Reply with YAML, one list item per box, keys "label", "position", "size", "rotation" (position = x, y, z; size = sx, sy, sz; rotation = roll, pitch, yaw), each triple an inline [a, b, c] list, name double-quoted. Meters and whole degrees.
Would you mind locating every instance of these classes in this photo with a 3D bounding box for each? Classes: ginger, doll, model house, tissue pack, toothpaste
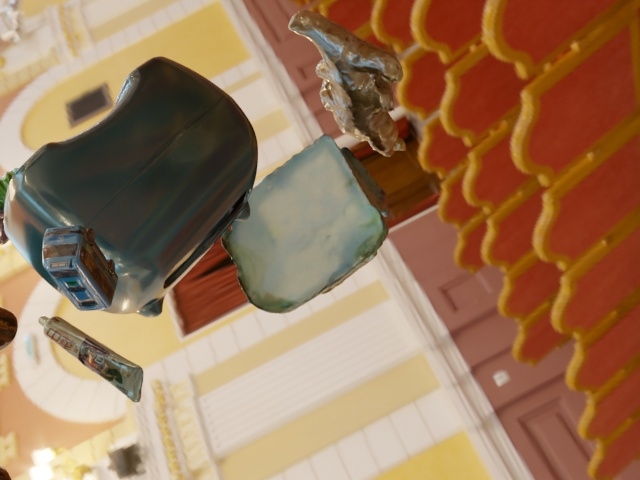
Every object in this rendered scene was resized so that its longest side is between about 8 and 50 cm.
- label: "ginger"
  position: [0.065, -0.254, 1.397]
  size: [0.333, 0.166, 0.080]
  rotation: [69, -146, -55]
- label: "doll"
  position: [-0.380, -0.043, 1.100]
  size: [0.050, 0.115, 0.190]
  rotation: [60, 168, 15]
- label: "model house"
  position: [0.000, 0.000, 1.470]
  size: [0.226, 0.261, 0.241]
  rotation: [59, -168, 19]
- label: "tissue pack"
  position: [-0.201, -0.056, 0.992]
  size: [0.206, 0.287, 0.198]
  rotation: [38, 146, 1]
- label: "toothpaste"
  position: [-0.361, 0.174, 1.329]
  size: [0.233, 0.060, 0.038]
  rotation: [26, -159, 26]

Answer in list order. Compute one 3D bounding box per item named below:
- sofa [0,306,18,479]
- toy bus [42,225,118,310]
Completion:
- label: "sofa"
  position: [-0.442, 0.194, 1.025]
  size: [0.200, 0.181, 0.259]
  rotation: [56, -152, -69]
- label: "toy bus"
  position: [-0.208, 0.025, 0.736]
  size: [0.083, 0.038, 0.046]
  rotation: [73, -166, -53]
